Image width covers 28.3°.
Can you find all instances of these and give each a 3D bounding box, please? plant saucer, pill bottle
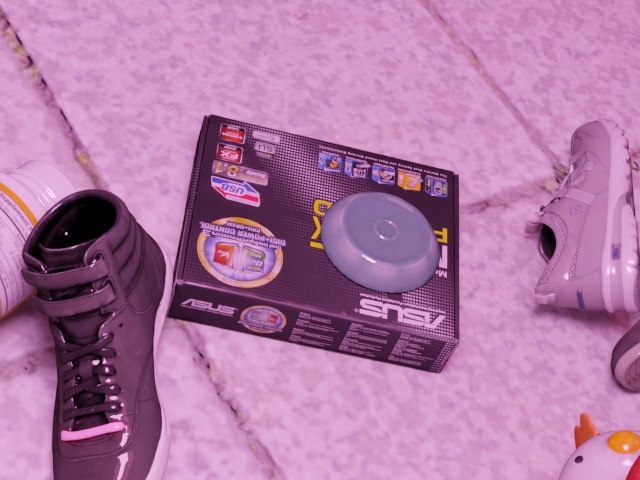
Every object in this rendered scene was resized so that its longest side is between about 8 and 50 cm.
[{"bbox_3d":[0.060,-0.005,1.197,0.119,0.021,0.119,9,51,-12],"label":"plant saucer"},{"bbox_3d":[-0.302,0.018,1.070,0.117,0.117,0.215,38,50,13],"label":"pill bottle"}]

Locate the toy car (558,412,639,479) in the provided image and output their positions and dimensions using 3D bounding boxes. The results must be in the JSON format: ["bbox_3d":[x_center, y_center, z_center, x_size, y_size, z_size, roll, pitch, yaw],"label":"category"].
[{"bbox_3d":[0.251,0.198,0.965,0.219,0.210,0.238,-21,31,-17],"label":"toy car"}]

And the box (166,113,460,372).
[{"bbox_3d":[0.000,0.000,1.226,0.270,0.060,0.216,13,49,-8],"label":"box"}]

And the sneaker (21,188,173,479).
[{"bbox_3d":[-0.188,0.089,1.010,0.104,0.147,0.296,-10,53,14],"label":"sneaker"}]

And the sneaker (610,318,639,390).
[{"bbox_3d":[0.349,0.065,1.295,0.222,0.083,0.118,-29,47,-27],"label":"sneaker"}]

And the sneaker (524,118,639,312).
[{"bbox_3d":[0.268,-0.035,1.316,0.115,0.105,0.281,-5,35,13],"label":"sneaker"}]
